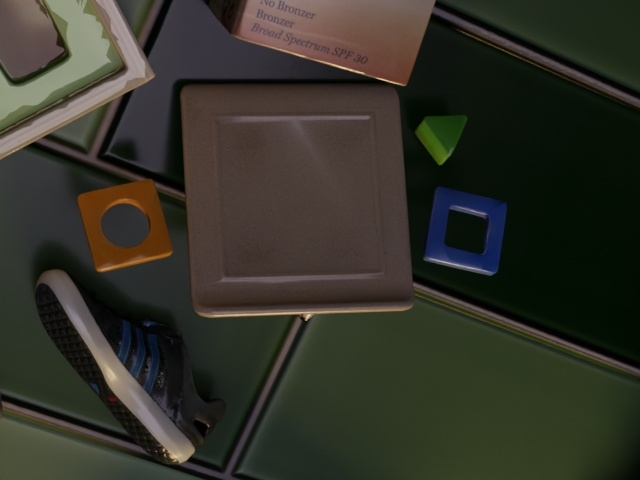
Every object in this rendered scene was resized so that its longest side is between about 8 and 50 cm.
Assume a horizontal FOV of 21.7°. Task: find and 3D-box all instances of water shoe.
[{"bbox_3d":[-0.158,0.091,1.385,0.080,0.073,0.203,-44,114,-26],"label":"water shoe"}]

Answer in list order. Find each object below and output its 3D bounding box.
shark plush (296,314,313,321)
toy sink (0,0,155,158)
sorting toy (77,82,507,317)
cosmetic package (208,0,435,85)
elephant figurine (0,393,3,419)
[{"bbox_3d":[0.000,0.000,1.391,0.067,0.073,0.161,42,100,8],"label":"shark plush"},{"bbox_3d":[-0.264,-0.142,1.236,0.234,0.131,0.153,-27,111,-3],"label":"toy sink"},{"bbox_3d":[-0.023,-0.032,1.347,0.347,0.047,0.196,-1,75,-13],"label":"sorting toy"},{"bbox_3d":[0.033,-0.285,1.261,0.153,0.129,0.296,13,104,-16],"label":"cosmetic package"},{"bbox_3d":[-0.314,0.165,1.266,0.186,0.239,0.169,34,98,-21],"label":"elephant figurine"}]
